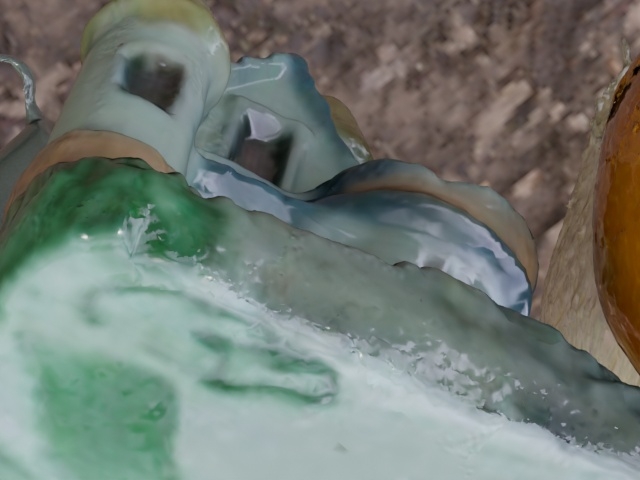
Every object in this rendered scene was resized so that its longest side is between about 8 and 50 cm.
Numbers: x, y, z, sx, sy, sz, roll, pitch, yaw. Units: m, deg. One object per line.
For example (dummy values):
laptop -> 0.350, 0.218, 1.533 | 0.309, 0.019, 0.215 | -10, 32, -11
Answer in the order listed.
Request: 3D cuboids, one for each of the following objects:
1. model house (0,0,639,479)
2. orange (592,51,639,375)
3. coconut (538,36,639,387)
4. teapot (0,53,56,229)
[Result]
model house -> 0.000, 0.000, 0.718 | 0.267, 0.325, 0.194 | 25, 126, -11
orange -> 0.236, -0.007, 0.712 | 0.246, 0.246, 0.246 | -29, 156, -14
coconut -> 0.306, 0.052, 1.002 | 0.346, 0.346, 0.360 | -9, 112, -46
teapot -> -0.175, -0.027, 1.157 | 0.149, 0.239, 0.162 | -46, 178, 7
